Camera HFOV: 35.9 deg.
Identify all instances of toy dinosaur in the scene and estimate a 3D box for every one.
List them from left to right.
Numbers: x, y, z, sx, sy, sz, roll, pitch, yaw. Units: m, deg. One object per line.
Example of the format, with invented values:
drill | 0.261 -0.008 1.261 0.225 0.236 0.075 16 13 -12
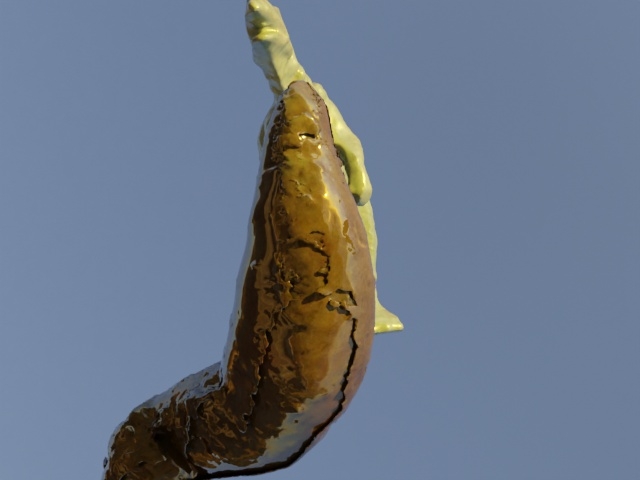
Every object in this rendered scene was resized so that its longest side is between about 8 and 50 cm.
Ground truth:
toy dinosaur | 0.000 0.000 0.752 0.092 0.393 0.205 -16 -116 0

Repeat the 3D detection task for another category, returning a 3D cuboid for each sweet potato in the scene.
sweet potato | -0.035 0.067 0.599 0.124 0.098 0.310 29 -73 8
